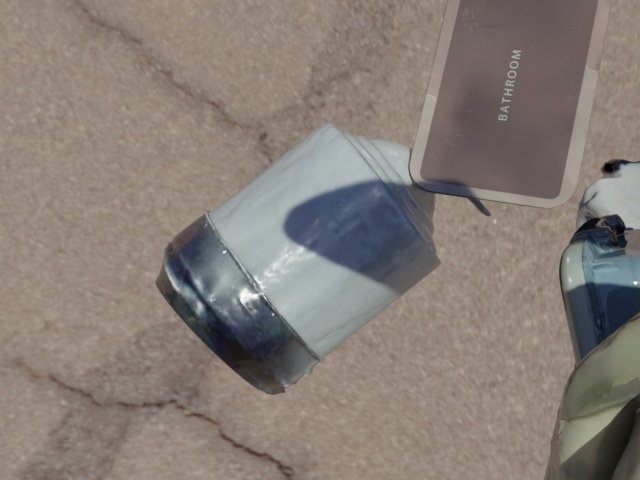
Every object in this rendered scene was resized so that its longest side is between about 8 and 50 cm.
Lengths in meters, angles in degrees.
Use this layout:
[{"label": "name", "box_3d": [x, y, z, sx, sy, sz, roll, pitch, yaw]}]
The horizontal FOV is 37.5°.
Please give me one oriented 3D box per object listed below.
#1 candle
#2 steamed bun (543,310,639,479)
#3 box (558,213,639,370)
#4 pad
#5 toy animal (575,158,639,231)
[{"label": "candle", "box_3d": [0.000, 0.000, 1.062, 0.342, 0.221, 0.221, -40, 67, 1]}, {"label": "steamed bun", "box_3d": [0.231, 0.067, 0.320, 0.280, 0.268, 0.207, 14, 82, -6]}, {"label": "box", "box_3d": [0.227, 0.093, 0.601, 0.130, 0.162, 0.227, -12, 94, 24]}, {"label": "pad", "box_3d": [0.201, -0.166, 0.999, 0.176, 0.002, 0.266, 10, 76, 18]}, {"label": "toy animal", "box_3d": [0.361, 0.013, 0.928, 0.208, 0.156, 0.204, -11, 41, -12]}]
